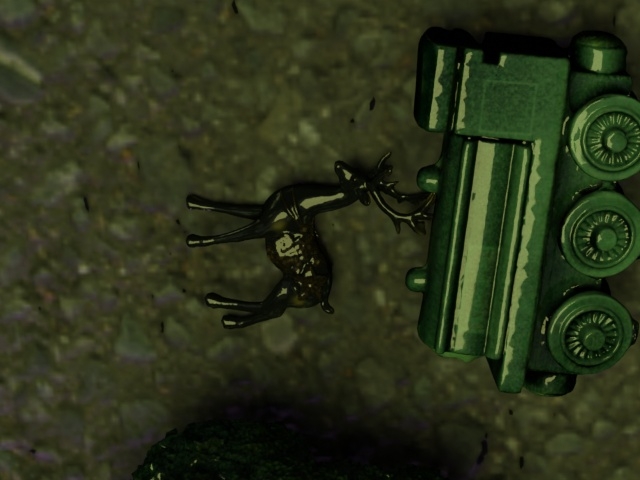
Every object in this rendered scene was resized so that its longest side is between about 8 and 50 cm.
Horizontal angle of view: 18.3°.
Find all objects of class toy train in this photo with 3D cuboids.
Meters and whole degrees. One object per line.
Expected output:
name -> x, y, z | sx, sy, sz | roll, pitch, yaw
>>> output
toy train -> 0.091, -0.013, 0.897 | 0.111, 0.071, 0.170 | 5, 106, -3

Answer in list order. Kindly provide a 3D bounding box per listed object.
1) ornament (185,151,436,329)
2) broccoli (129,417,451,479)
ornament -> 0.000, 0.000, 0.948 | 0.125, 0.028, 0.073 | -14, 105, 16
broccoli -> -0.032, 0.220, 0.938 | 0.270, 0.270, 0.270 | -7, 139, 12
